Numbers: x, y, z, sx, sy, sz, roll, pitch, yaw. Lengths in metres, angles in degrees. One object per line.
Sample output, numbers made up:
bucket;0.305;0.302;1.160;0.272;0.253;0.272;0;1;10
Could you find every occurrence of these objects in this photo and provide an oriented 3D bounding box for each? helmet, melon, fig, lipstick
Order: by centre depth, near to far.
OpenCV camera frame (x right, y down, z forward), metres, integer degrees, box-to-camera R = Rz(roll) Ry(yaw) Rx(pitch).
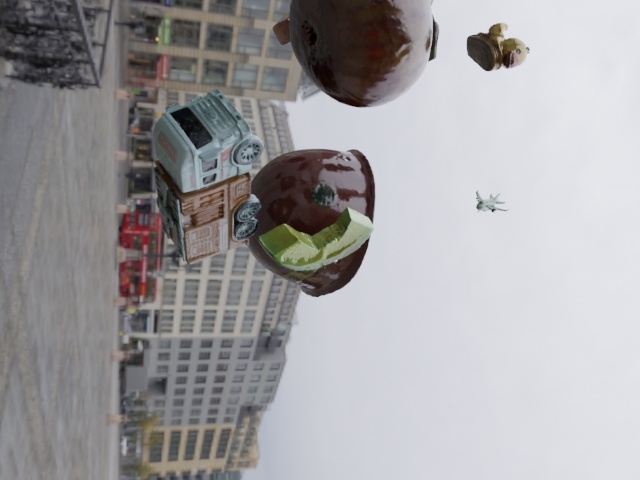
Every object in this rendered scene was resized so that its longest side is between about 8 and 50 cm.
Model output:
fig;0.062;-0.317;0.892;0.214;0.235;0.235;-45;-171;-14
melon;0.000;0.000;1.142;0.118;0.210;0.064;69;-5;-48
lipstick;-0.049;-0.450;1.252;0.045;0.045;0.145;-18;-153;32
helmet;-0.065;-0.055;1.370;0.385;0.230;0.337;-36;-131;52

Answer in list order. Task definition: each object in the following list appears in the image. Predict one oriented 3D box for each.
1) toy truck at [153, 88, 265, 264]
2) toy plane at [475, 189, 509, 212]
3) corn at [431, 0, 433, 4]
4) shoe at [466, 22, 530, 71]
toy truck;-0.204;-0.099;1.053;0.136;0.162;0.305;50;-29;26
toy plane;0.347;-0.075;1.265;0.080;0.083;0.033;40;-46;31
corn;0.220;-0.587;1.318;0.305;0.122;0.123;-56;-179;-8
shoe;0.286;-0.314;0.987;0.109;0.069;0.072;-137;-149;-68
